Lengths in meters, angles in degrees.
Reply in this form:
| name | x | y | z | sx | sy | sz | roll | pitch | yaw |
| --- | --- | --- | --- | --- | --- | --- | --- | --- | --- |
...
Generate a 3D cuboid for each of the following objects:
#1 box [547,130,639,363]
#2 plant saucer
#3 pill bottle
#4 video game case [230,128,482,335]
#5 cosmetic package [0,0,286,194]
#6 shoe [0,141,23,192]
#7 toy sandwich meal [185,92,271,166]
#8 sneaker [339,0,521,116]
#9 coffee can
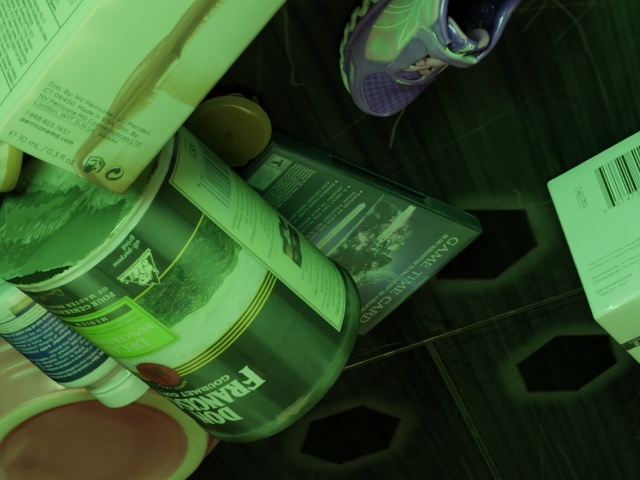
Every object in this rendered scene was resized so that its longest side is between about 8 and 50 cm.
| name | x | y | z | sx | sy | sz | roll | pitch | yaw |
| --- | --- | --- | --- | --- | --- | --- | --- | --- | --- |
| box | 0.343 | -0.007 | 1.458 | 0.181 | 0.181 | 0.119 | -30 | 137 | 20 |
| plant saucer | -0.251 | 0.200 | 1.627 | 0.332 | 0.084 | 0.332 | -8 | 142 | -6 |
| pill bottle | -0.239 | 0.075 | 1.430 | 0.112 | 0.112 | 0.186 | -29 | 125 | 19 |
| video game case | 0.000 | 0.000 | 1.500 | 0.274 | 0.026 | 0.196 | 21 | 130 | -35 |
| cosmetic package | -0.121 | -0.199 | 1.082 | 0.129 | 0.153 | 0.296 | 25 | 116 | -40 |
| shoe | -0.273 | -0.131 | 1.231 | 0.058 | 0.076 | 0.219 | 1 | 131 | -13 |
| toy sandwich meal | -0.083 | -0.102 | 1.353 | 0.086 | 0.029 | 0.085 | -2 | 131 | -3 |
| sneaker | 0.098 | -0.178 | 1.249 | 0.095 | 0.104 | 0.236 | 13 | 136 | -30 |
| coffee can | -0.124 | 0.028 | 1.331 | 0.202 | 0.201 | 0.275 | -31 | 129 | 21 |
